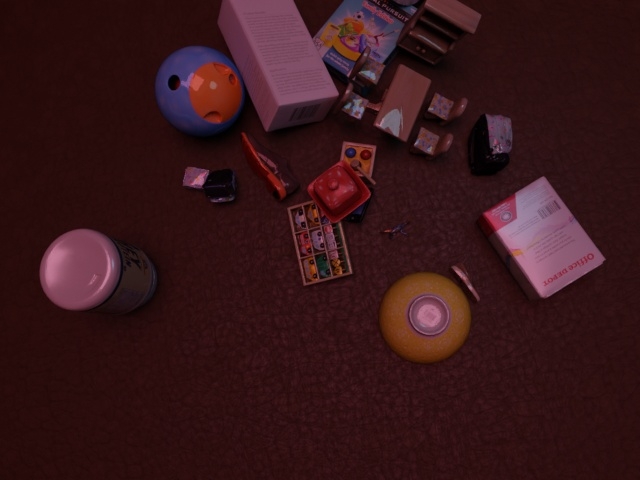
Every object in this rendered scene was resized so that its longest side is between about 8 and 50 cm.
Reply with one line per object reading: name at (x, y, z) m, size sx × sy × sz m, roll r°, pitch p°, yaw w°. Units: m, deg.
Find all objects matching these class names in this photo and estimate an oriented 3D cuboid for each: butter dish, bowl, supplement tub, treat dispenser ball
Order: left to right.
supplement tub at (-0.662, 0.107, 1.588) m, size 0.235 × 0.325 × 0.236 m, roll -1°, pitch 79°, yaw 6°
treat dispenser ball at (-0.392, -0.484, 1.693) m, size 0.288 × 0.288 × 0.288 m, roll -1°, pitch 79°, yaw 6°
butter dish at (0.048, -0.162, 1.598) m, size 0.160 × 0.118 × 0.160 m, roll -37°, pitch 75°, yaw 5°
bowl at (0.319, 0.228, 1.553) m, size 0.289 × 0.156 × 0.290 m, roll -1°, pitch 80°, yaw 5°

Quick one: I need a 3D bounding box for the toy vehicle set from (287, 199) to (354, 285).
toy vehicle set at (0.000, 0.000, 1.671) m, size 0.165 × 0.035 × 0.267 m, roll -16°, pitch 78°, yaw 16°

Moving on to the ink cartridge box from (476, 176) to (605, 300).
ink cartridge box at (0.658, -0.002, 1.575) m, size 0.226 × 0.131 × 0.306 m, roll -30°, pitch 79°, yaw -1°

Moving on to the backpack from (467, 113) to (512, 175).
backpack at (0.546, -0.311, 1.651) m, size 0.115 × 0.152 × 0.182 m, roll 5°, pitch 76°, yaw -10°

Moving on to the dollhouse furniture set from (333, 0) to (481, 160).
dollhouse furniture set at (0.296, -0.510, 1.592) m, size 0.362 × 0.256 × 0.394 m, roll 25°, pitch 82°, yaw -10°

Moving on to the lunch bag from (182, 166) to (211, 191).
lunch bag at (-0.422, -0.210, 1.765) m, size 0.083 × 0.053 × 0.071 m, roll 10°, pitch 82°, yaw -2°

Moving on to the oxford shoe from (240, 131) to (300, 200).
oxford shoe at (-0.174, -0.261, 1.741) m, size 0.098 × 0.097 × 0.271 m, roll -32°, pitch 82°, yaw -21°

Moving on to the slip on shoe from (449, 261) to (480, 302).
slip on shoe at (0.459, 0.129, 1.615) m, size 0.041 × 0.051 × 0.135 m, roll -31°, pitch 71°, yaw -13°

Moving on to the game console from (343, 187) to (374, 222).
game console at (0.101, -0.128, 1.685) m, size 0.071 × 0.107 × 0.122 m, roll 26°, pitch 82°, yaw -29°

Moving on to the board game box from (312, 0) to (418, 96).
board game box at (0.150, -0.706, 1.787) m, size 0.253 × 0.079 × 0.336 m, roll 37°, pitch 85°, yaw 11°

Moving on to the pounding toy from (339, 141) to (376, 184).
pounding toy at (0.128, -0.243, 1.690) m, size 0.130 × 0.100 × 0.141 m, roll 9°, pitch 80°, yaw 8°

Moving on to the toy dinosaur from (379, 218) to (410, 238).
toy dinosaur at (0.250, -0.044, 1.672) m, size 0.090 × 0.047 × 0.082 m, roll 30°, pitch 65°, yaw 21°

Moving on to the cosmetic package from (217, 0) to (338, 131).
cosmetic package at (-0.148, -0.607, 1.716) m, size 0.230 × 0.161 × 0.453 m, roll -17°, pitch 76°, yaw -27°

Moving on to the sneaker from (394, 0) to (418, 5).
sneaker at (0.308, -0.915, 1.768) m, size 0.315 × 0.127 × 0.182 m, roll -25°, pitch 58°, yaw -30°

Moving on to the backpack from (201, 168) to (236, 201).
backpack at (-0.332, -0.183, 1.727) m, size 0.104 × 0.084 × 0.114 m, roll -6°, pitch 38°, yaw 3°

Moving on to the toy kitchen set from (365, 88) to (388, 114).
toy kitchen set at (0.192, -0.481, 1.745) m, size 0.075 × 0.068 × 0.083 m, roll 21°, pitch 82°, yaw 9°
